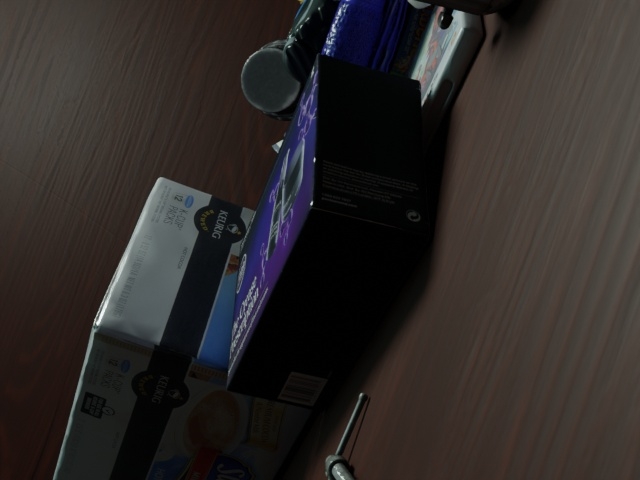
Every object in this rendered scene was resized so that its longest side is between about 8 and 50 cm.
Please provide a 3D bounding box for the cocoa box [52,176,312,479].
[{"bbox_3d":[-0.138,0.152,1.116,0.231,0.228,0.347,-77,9,-47],"label":"cocoa box"}]

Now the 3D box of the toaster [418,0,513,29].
[{"bbox_3d":[0.104,-0.278,0.750,0.129,0.146,0.227,-89,20,-70],"label":"toaster"}]

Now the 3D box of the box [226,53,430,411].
[{"bbox_3d":[0.000,0.000,0.881,0.261,0.103,0.184,116,165,-45],"label":"box"}]

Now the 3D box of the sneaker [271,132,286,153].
[{"bbox_3d":[0.021,-0.146,1.416,0.131,0.112,0.319,-42,7,9],"label":"sneaker"}]

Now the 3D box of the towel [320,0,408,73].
[{"bbox_3d":[0.062,-0.247,1.088,0.227,0.076,0.308,-68,-1,-76],"label":"towel"}]

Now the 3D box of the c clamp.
[{"bbox_3d":[0.011,0.182,0.681,0.160,0.022,0.137,-148,78,-84],"label":"c clamp"}]

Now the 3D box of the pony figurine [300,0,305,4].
[{"bbox_3d":[0.043,-0.493,1.628,0.363,0.303,0.351,-124,44,-64],"label":"pony figurine"}]

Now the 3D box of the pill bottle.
[{"bbox_3d":[-0.039,-0.245,1.529,0.123,0.123,0.219,-68,-13,16],"label":"pill bottle"}]

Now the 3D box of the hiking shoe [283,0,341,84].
[{"bbox_3d":[0.051,-0.336,1.258,0.304,0.113,0.132,-48,22,14],"label":"hiking shoe"}]

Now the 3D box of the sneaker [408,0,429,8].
[{"bbox_3d":[0.113,-0.352,0.844,0.305,0.152,0.114,-58,9,27],"label":"sneaker"}]

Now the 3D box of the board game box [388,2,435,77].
[{"bbox_3d":[0.091,-0.208,1.171,0.201,0.035,0.136,144,146,-79],"label":"board game box"}]

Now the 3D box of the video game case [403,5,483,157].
[{"bbox_3d":[0.101,-0.150,0.946,0.201,0.023,0.183,-80,12,-59],"label":"video game case"}]
